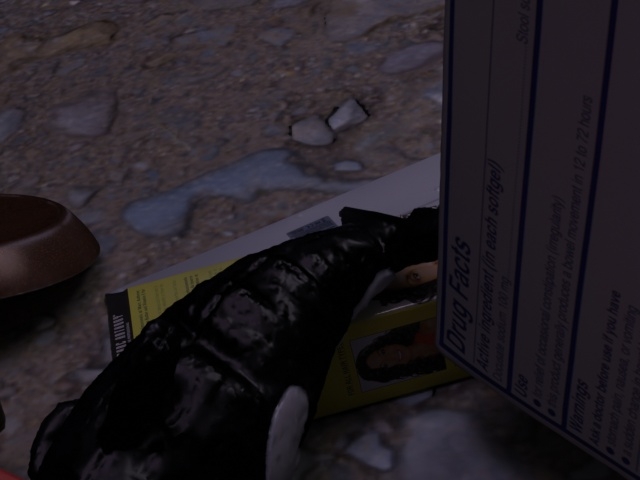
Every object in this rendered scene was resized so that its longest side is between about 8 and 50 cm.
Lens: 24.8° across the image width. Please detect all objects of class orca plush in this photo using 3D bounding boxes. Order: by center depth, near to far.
[{"bbox_3d":[-0.042,0.069,0.631,0.287,0.102,0.151,-38,59,-18],"label":"orca plush"}]

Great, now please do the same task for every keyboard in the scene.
[{"bbox_3d":[0.000,0.000,0.865,0.256,0.014,0.072,-23,29,-15],"label":"keyboard"}]

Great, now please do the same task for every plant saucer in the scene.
[{"bbox_3d":[-0.219,0.001,0.876,0.168,0.029,0.168,-3,17,1],"label":"plant saucer"}]

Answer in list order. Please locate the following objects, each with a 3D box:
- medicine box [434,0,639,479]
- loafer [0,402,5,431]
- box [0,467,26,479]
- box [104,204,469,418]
[{"bbox_3d":[0.194,-0.017,0.544,0.149,0.263,0.289,-34,51,-31],"label":"medicine box"},{"bbox_3d":[-0.261,0.067,0.780,0.251,0.094,0.087,9,43,30],"label":"loafer"},{"bbox_3d":[-0.075,0.162,0.357,0.154,0.300,0.142,-51,33,6],"label":"box"},{"bbox_3d":[0.008,0.041,0.756,0.232,0.058,0.087,-16,34,-3],"label":"box"}]
